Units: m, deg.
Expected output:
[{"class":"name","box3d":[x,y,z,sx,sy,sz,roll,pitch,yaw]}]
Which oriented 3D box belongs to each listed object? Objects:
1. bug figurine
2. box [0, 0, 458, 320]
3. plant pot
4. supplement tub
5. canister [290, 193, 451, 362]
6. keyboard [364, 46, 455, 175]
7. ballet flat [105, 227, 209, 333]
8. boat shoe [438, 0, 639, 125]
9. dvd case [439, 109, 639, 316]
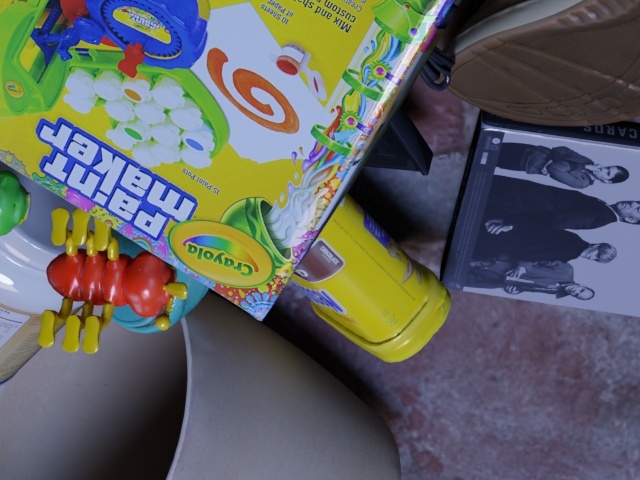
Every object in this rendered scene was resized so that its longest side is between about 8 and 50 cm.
[{"class":"bug figurine","box3d":[-0.166,-0.077,1.183,0.216,0.279,0.072,10,-175,18]},{"class":"box","box3d":[-0.070,-0.167,0.983,0.290,0.177,0.279,32,120,1]},{"class":"plant pot","box3d":[-0.076,0.168,1.446,0.274,0.256,0.256,20,139,-38]},{"class":"supplement tub","box3d":[-0.236,0.011,1.339,0.144,0.144,0.200,28,134,-22]},{"class":"canister","box3d":[0.000,0.000,1.318,0.073,0.126,0.170,-49,123,-6]},{"class":"keyboard","box3d":[-0.011,-0.152,1.171,0.202,0.033,0.317,8,148,41]},{"class":"ballet flat","box3d":[-0.115,-0.063,1.253,0.083,0.087,0.247,1,97,26]},{"class":"boat shoe","box3d":[0.197,-0.162,1.116,0.122,0.110,0.341,25,154,-27]},{"class":"dvd case","box3d":[0.218,-0.013,1.338,0.239,0.029,0.179,8,139,-2]}]
